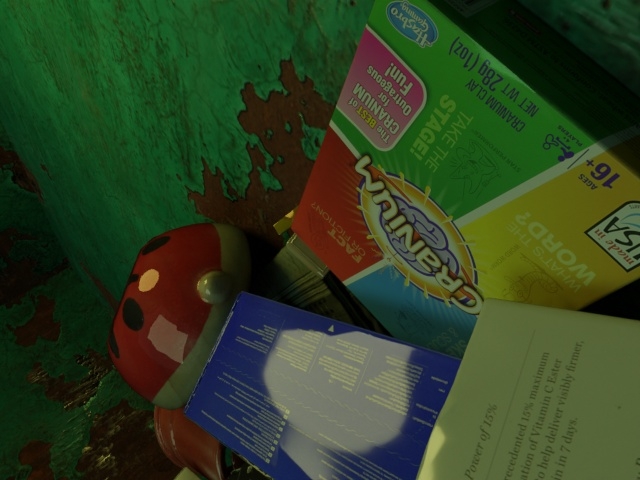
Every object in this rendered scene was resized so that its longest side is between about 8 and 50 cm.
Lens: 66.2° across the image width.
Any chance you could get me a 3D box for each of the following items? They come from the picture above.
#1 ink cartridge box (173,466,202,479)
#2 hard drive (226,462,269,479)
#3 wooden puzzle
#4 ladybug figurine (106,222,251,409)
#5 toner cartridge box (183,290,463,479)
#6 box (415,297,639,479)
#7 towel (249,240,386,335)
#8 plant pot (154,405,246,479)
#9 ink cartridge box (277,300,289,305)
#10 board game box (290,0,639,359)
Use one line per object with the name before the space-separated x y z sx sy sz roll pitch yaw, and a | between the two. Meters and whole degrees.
ink cartridge box | -0.179 0.555 0.868 0.211 0.121 0.289 28 144 23
hard drive | 0.062 0.319 0.600 0.339 0.064 0.237 -34 114 28
wooden puzzle | 0.000 0.000 0.605 0.116 0.078 0.014 49 -166 19
ladybug figurine | -0.243 0.112 0.807 0.161 0.305 0.449 20 152 -20
toner cartridge box | 0.005 0.167 0.501 0.347 0.165 0.075 9 161 47
box | 0.231 0.180 0.232 0.345 0.215 0.168 5 150 47
towel | 0.015 0.158 0.760 0.312 0.056 0.324 56 152 3
plant pot | -0.141 0.339 0.911 0.265 0.272 0.272 -6 116 59
ink cartridge box | -0.006 0.198 0.682 0.208 0.087 0.153 23 137 45
board game box | 0.104 -0.023 0.421 0.242 0.064 0.316 46 149 13
